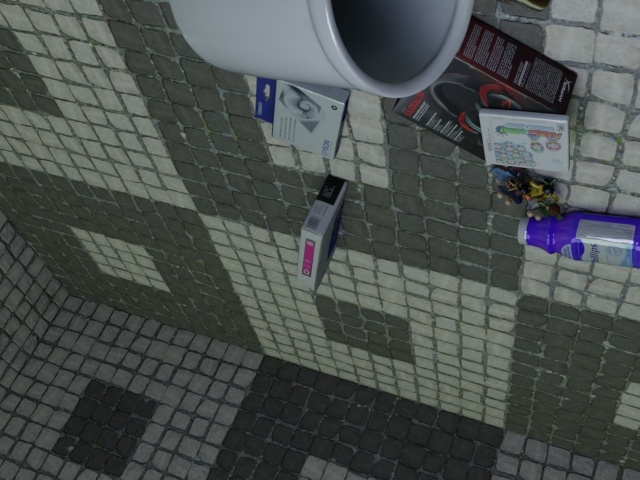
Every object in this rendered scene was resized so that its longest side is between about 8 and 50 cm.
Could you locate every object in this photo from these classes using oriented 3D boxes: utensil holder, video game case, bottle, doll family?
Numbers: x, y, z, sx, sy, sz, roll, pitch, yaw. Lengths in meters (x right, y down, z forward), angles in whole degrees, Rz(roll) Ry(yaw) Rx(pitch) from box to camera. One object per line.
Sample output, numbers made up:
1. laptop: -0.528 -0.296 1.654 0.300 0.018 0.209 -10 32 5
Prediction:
1. utensil holder: -0.007 -0.401 1.218 0.385 0.328 0.327 17 154 45
2. video game case: 0.375 -0.182 1.429 0.157 0.019 0.143 9 149 24
3. bottle: 0.580 -0.007 1.713 0.282 0.092 0.118 8 152 28
4. doll family: 0.440 -0.111 1.665 0.193 0.076 0.111 25 171 -9

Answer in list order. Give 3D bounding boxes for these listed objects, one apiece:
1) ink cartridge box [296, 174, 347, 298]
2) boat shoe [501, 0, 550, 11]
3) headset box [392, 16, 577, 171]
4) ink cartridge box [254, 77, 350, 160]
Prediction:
1. ink cartridge box: 0.000 0.000 2.090 0.069 0.176 0.371 20 151 9
2. boat shoe: 0.306 -0.421 1.289 0.152 0.056 0.049 34 157 4
3. headset box: 0.288 -0.282 1.465 0.293 0.110 0.218 28 152 -5
4. ink cartridge box: -0.054 -0.295 1.778 0.224 0.045 0.223 22 152 7
